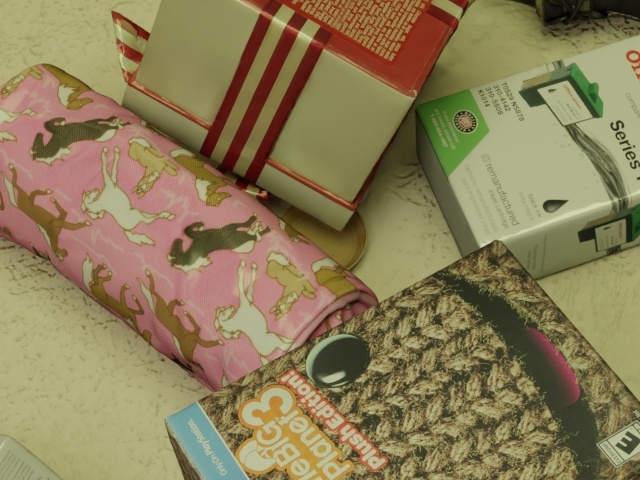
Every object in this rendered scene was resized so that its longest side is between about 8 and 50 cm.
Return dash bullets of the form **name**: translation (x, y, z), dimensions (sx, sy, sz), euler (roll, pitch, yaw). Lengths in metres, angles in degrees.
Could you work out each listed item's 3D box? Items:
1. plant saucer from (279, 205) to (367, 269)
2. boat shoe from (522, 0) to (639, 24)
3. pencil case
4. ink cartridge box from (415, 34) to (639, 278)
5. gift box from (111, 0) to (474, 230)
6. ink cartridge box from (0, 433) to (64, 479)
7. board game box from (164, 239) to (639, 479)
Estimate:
- **plant saucer**: translation (0.000, 0.000, 1.565), dimensions (0.083, 0.015, 0.083), euler (-2, 60, 3)
- **boat shoe**: translation (0.224, -0.243, 1.648), dimensions (0.285, 0.103, 0.092), euler (27, 70, 22)
- **pencil case**: translation (-0.135, 0.009, 1.484), dimensions (0.386, 0.160, 0.167), euler (37, 84, 22)
- **ink cartridge box**: translation (0.211, -0.067, 1.546), dimensions (0.219, 0.092, 0.160), euler (-19, 61, -7)
- **gift box**: translation (-0.021, -0.200, 1.527), dimensions (0.276, 0.258, 0.255), euler (33, 59, 3)
- **ink cartridge box**: translation (-0.210, 0.263, 1.348), dimensions (0.078, 0.231, 0.134), euler (-2, 48, 51)
- **board game box**: translation (0.074, 0.176, 1.299), dimensions (0.291, 0.141, 0.232), euler (-28, 52, -14)
